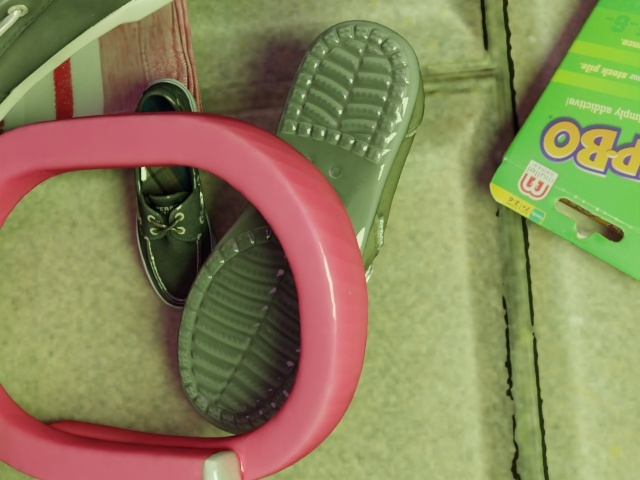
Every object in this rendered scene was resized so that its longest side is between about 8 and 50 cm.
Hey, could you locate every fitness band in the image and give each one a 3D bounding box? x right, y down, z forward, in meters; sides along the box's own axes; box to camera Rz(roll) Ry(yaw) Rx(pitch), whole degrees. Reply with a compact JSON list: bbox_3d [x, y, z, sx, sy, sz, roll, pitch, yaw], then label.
[{"bbox_3d":[-0.111,0.034,0.595,0.290,0.054,0.209,0,94,29],"label":"fitness band"}]

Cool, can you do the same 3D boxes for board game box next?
[{"bbox_3d":[0.215,-0.105,0.636,0.124,0.039,0.259,31,82,13],"label":"board game box"}]

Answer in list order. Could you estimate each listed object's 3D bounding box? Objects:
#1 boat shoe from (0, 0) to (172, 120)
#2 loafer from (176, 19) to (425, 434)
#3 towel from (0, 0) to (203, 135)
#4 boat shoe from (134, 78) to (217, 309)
[{"bbox_3d":[-0.200,-0.126,0.610,0.335,0.095,0.112,-38,41,-5],"label":"boat shoe"},{"bbox_3d":[0.000,0.000,0.620,0.094,0.087,0.251,31,102,19],"label":"loafer"},{"bbox_3d":[-0.251,-0.145,0.707,0.328,0.037,0.237,-13,77,6],"label":"towel"},{"bbox_3d":[-0.092,-0.025,0.639,0.049,0.040,0.142,-4,101,4],"label":"boat shoe"}]
